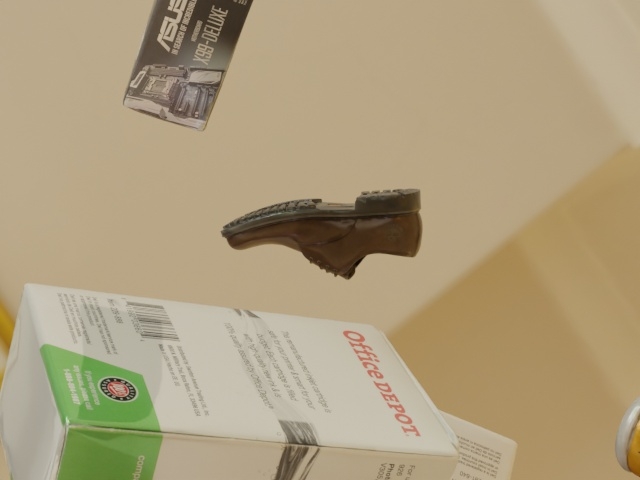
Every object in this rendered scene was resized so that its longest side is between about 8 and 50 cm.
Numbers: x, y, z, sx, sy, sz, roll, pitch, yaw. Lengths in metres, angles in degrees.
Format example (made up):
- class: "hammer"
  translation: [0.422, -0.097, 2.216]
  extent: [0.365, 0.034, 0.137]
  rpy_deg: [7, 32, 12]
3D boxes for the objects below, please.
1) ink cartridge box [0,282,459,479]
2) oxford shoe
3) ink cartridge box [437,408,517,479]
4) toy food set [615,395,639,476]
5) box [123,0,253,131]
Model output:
- class: "ink cartridge box"
  translation: [-0.073, 0.142, 1.342]
  extent: [0.211, 0.289, 0.122]
  rpy_deg: [-123, -136, -60]
- class: "oxford shoe"
  translation: [0.000, 0.000, 2.017]
  extent: [0.227, 0.083, 0.096]
  rpy_deg: [-4, -81, 17]
- class: "ink cartridge box"
  translation: [0.066, 0.310, 1.906]
  extent: [0.201, 0.278, 0.117]
  rpy_deg: [23, -29, -10]
- class: "toy food set"
  translation: [0.144, 0.158, 0.921]
  extent: [0.104, 0.111, 0.232]
  rpy_deg: [22, -53, 32]
- class: "box"
  translation: [-0.068, -0.279, 1.500]
  extent: [0.076, 0.242, 0.307]
  rpy_deg: [19, -48, -8]
